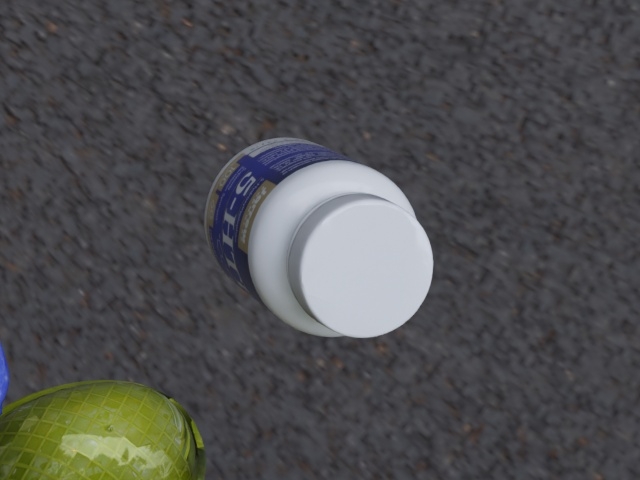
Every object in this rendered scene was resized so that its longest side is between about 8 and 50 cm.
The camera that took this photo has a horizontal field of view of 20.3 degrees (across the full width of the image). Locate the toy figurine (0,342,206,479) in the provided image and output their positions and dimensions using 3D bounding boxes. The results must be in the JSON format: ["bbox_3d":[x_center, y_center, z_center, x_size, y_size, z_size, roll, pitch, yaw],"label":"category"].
[{"bbox_3d":[-0.193,0.104,0.766,0.362,0.191,0.217,-7,142,-22],"label":"toy figurine"}]

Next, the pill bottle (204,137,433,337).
[{"bbox_3d":[0.000,0.000,1.132,0.112,0.186,0.112,-3,101,-17],"label":"pill bottle"}]
